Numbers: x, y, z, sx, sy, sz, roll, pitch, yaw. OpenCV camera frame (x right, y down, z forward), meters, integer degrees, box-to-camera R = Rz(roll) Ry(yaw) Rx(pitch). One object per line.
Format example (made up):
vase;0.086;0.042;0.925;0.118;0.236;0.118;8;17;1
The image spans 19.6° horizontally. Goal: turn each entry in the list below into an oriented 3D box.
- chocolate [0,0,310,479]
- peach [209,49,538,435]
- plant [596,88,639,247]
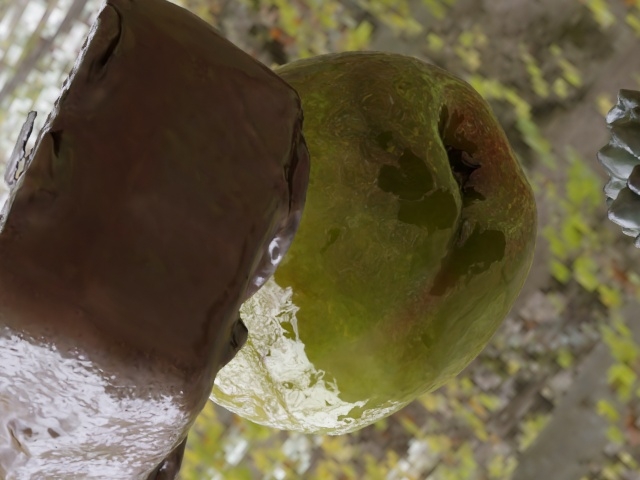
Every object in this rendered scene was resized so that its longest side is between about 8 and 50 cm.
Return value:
chocolate;-0.078;0.026;0.619;0.093;0.214;0.148;24;-127;-13
peach;0.007;-0.005;1.522;0.281;0.315;0.314;57;-142;-25
plant;0.280;-0.040;1.271;0.194;0.129;0.132;9;-125;27
